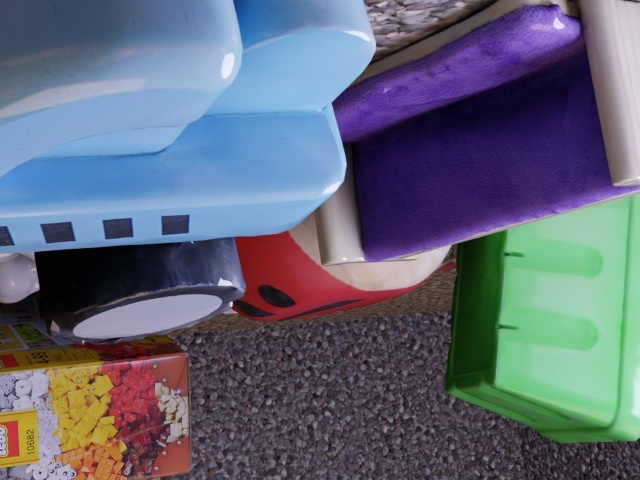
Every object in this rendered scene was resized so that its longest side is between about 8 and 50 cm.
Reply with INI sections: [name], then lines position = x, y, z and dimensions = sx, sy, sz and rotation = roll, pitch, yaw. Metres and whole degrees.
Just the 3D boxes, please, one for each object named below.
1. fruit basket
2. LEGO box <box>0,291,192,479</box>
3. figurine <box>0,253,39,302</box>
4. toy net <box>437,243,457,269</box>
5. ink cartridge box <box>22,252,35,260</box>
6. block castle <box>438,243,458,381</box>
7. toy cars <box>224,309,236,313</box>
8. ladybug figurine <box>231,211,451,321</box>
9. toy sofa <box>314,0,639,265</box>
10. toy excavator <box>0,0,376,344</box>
[fruit basket]
position = 0.355, 0.051, 1.392
dimensions = 0.392, 0.392, 0.283
rotation = -5, 171, -15
[LEGO box]
position = -0.452, 0.225, 1.922
dimensions = 0.373, 0.193, 0.500
rotation = -4, -169, -23
[figurine]
position = -0.445, 0.023, 1.464
dimensions = 0.215, 0.092, 0.209
rotation = -7, 168, -11
[toy net]
position = 0.120, -0.001, 1.547
dimensions = 0.045, 0.122, 0.232
rotation = 23, 171, -26
[ink cartridge box]
position = -0.248, 0.008, 1.369
dimensions = 0.104, 0.060, 0.180
rotation = -16, 144, 41
[block castle]
position = 0.364, 0.071, 1.784
dimensions = 0.213, 0.303, 0.453
rotation = -9, 175, -44
[toy cars]
position = 0.033, 0.046, 1.729
dimensions = 0.394, 0.087, 0.176
rotation = -20, -179, -34
[ladybug figurine]
position = 0.000, 0.000, 1.423
dimensions = 0.305, 0.161, 0.449
rotation = -4, 171, -28
[toy sofa]
position = 0.122, -0.080, 1.030
dimensions = 0.177, 0.150, 0.363
rotation = -2, 170, -41
[toy excavator]
position = -0.037, -0.119, 0.517
dimensions = 0.433, 0.222, 0.445
rotation = -5, 163, -29
